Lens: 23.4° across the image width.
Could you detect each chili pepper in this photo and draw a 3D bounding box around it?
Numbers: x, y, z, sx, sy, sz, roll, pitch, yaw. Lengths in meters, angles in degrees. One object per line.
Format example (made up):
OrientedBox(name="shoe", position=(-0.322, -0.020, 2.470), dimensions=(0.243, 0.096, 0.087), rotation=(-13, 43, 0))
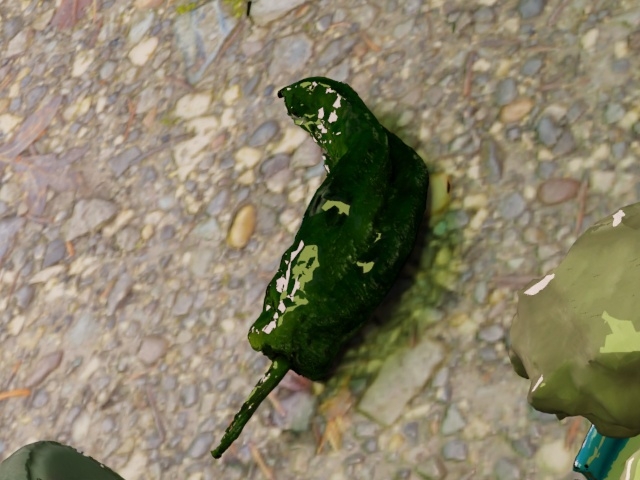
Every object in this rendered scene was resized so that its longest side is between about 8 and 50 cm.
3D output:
OrientedBox(name="chili pepper", position=(0.000, 0.000, 0.974), dimensions=(0.122, 0.065, 0.278), rotation=(-14, 46, 38))

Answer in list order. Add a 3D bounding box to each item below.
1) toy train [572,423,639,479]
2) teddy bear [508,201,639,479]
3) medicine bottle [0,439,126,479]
OrientedBox(name="toy train", position=(0.166, 0.120, 0.732), dimensions=(0.072, 0.099, 0.188), rotation=(10, 63, 43))
OrientedBox(name="teddy bear", position=(0.226, 0.078, 0.549), dimensions=(0.327, 0.362, 0.375), rotation=(8, 64, 16))
OrientedBox(name="medicine bottle", position=(-0.170, 0.275, 0.735), dimensions=(0.290, 0.245, 0.245), rotation=(-39, 43, 1))
